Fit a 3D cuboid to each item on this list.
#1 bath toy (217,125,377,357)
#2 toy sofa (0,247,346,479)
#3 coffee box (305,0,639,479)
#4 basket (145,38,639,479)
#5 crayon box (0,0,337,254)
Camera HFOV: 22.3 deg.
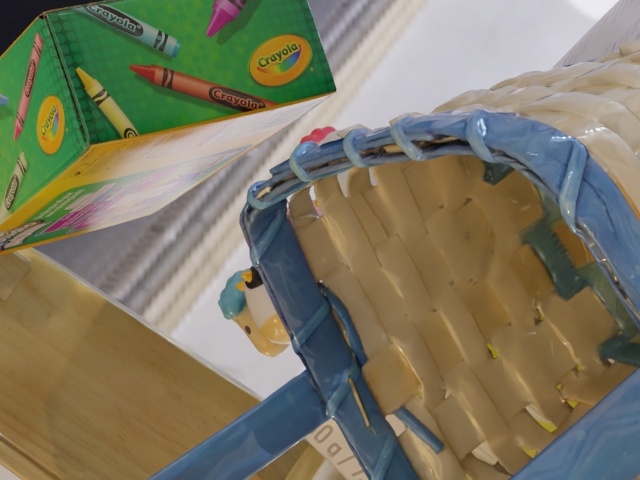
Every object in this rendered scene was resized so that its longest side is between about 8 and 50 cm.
[{"bbox_3d":[0.000,0.000,1.557,0.151,0.129,0.348,-63,3,-30],"label":"bath toy"},{"bbox_3d":[-0.151,0.134,1.215,0.150,0.363,0.177,-56,-17,-6],"label":"toy sofa"},{"bbox_3d":[0.243,0.037,0.875,0.334,0.337,0.338,-47,1,23],"label":"coffee box"},{"bbox_3d":[0.054,0.052,0.570,0.289,0.255,0.201,-30,-80,-24],"label":"basket"},{"bbox_3d":[-0.133,-0.068,1.001,0.165,0.278,0.081,-16,-96,-33],"label":"crayon box"}]
